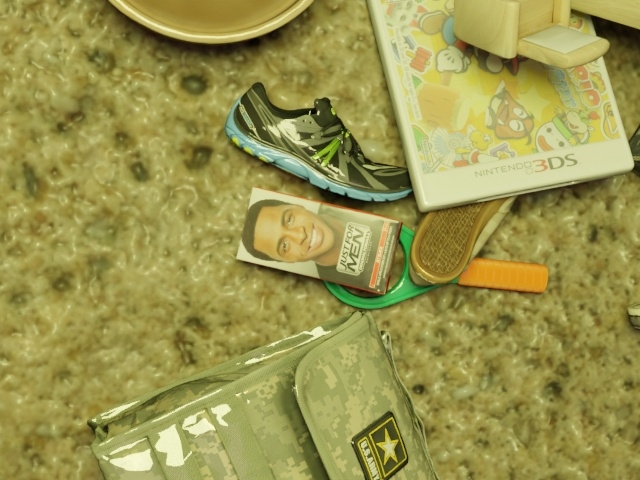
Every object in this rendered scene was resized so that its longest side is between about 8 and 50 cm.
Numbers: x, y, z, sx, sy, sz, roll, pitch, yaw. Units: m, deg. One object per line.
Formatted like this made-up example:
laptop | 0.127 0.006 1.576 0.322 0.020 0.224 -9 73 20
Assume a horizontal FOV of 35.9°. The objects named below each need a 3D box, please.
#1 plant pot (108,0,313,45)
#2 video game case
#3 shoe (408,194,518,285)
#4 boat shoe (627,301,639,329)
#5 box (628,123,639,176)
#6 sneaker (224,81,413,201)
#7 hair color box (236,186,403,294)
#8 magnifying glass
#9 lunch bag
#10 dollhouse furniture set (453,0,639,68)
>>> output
plant pot | -0.099 -0.285 0.861 0.238 0.110 0.237 -1 94 -9
video game case | 0.166 -0.153 0.925 0.207 0.026 0.226 -11 78 -8
shoe | 0.146 -0.046 0.944 0.077 0.058 0.219 34 71 8
boat shoe | 0.406 0.092 0.996 0.206 0.075 0.064 2 91 -14
box | 0.538 -0.158 0.985 0.318 0.097 0.394 34 89 -8
sneaker | 0.006 -0.090 0.917 0.188 0.067 0.078 24 97 -8
hair color box | 0.000 0.000 0.916 0.141 0.043 0.071 12 91 7
magnifying glass | 0.110 0.026 0.968 0.231 0.026 0.092 6 93 -8
lunch bag | -0.030 0.217 0.891 0.287 0.169 0.235 -23 95 -14
dollhouse furniture set | 0.276 -0.313 0.778 0.286 0.198 0.303 -25 128 -31
